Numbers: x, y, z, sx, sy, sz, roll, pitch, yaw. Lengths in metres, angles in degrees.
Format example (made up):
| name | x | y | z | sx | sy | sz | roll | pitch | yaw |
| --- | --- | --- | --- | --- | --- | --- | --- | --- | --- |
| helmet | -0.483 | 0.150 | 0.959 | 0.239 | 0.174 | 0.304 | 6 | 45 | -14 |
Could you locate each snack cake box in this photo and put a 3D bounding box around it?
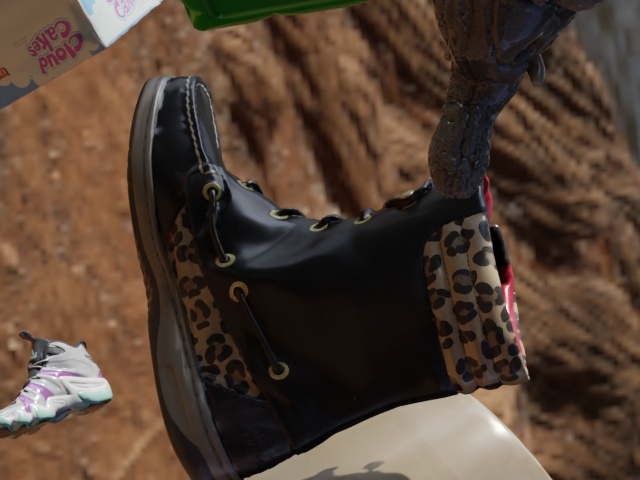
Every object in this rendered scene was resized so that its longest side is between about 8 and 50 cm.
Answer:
| name | x | y | z | sx | sy | sz | roll | pitch | yaw |
| --- | --- | --- | --- | --- | --- | --- | --- | --- | --- |
| snack cake box | -0.231 | -0.227 | 1.801 | 0.089 | 0.152 | 0.264 | 59 | 27 | -14 |

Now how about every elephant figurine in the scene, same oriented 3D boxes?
| name | x | y | z | sx | sy | sz | roll | pitch | yaw |
| --- | --- | --- | --- | --- | --- | --- | --- | --- | --- |
| elephant figurine | 0.123 | -0.179 | 1.160 | 0.186 | 0.169 | 0.239 | 47 | 52 | -20 |

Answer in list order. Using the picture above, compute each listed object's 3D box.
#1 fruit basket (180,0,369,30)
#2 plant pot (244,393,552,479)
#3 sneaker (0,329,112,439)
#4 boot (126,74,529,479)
| name | x | y | z | sx | sy | sz | roll | pitch | yaw |
| --- | --- | --- | --- | --- | --- | --- | --- | --- | --- |
| fruit basket | 0.010 | -0.378 | 1.410 | 0.283 | 0.392 | 0.392 | 64 | 24 | -69 |
| plant pot | 0.057 | 0.277 | 1.643 | 0.323 | 0.280 | 0.323 | 46 | -13 | 14 |
| sneaker | -0.195 | 0.094 | 1.302 | 0.098 | 0.038 | 0.069 | -15 | 74 | -45 |
| boot | 0.000 | 0.000 | 1.529 | 0.138 | 0.284 | 0.377 | 62 | 16 | -53 |
